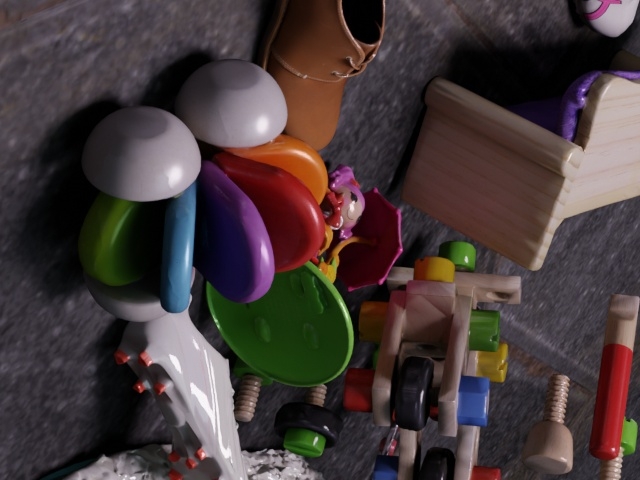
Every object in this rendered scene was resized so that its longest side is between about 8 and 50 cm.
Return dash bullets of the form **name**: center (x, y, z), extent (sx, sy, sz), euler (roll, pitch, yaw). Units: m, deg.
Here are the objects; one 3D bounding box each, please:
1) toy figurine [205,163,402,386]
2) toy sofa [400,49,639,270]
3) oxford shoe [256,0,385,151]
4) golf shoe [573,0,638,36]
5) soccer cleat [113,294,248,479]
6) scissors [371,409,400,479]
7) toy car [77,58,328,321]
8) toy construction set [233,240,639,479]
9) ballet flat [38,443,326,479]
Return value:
- **toy figurine**: center (0.000, 0.000, 1.260), extent (0.159, 0.130, 0.173), euler (-46, 130, -45)
- **toy sofa**: center (0.245, -0.107, 1.448), extent (0.362, 0.150, 0.177), euler (-15, 129, -51)
- **oxford shoe**: center (0.005, -0.134, 1.120), extent (0.076, 0.076, 0.212), euler (-38, 150, -33)
- **golf shoe**: center (0.272, -0.239, 1.410), extent (0.067, 0.086, 0.186), euler (-44, 153, -22)
- **soccer cleat**: center (-0.089, 0.129, 1.218), extent (0.076, 0.068, 0.196), euler (-44, 125, -36)
- **scissors**: center (0.068, 0.174, 1.514), extent (0.109, 0.021, 0.297), euler (96, 16, -56)
- **toy car**: center (-0.070, -0.017, 1.062), extent (0.182, 0.136, 0.159), euler (-32, 146, -36)
- **toy construction set**: center (0.134, 0.084, 1.359), extent (0.257, 0.308, 0.237), euler (42, 53, -43)
- **ballet flat**: center (-0.091, 0.244, 1.334), extent (0.409, 0.147, 0.147), euler (3, 119, -58)
